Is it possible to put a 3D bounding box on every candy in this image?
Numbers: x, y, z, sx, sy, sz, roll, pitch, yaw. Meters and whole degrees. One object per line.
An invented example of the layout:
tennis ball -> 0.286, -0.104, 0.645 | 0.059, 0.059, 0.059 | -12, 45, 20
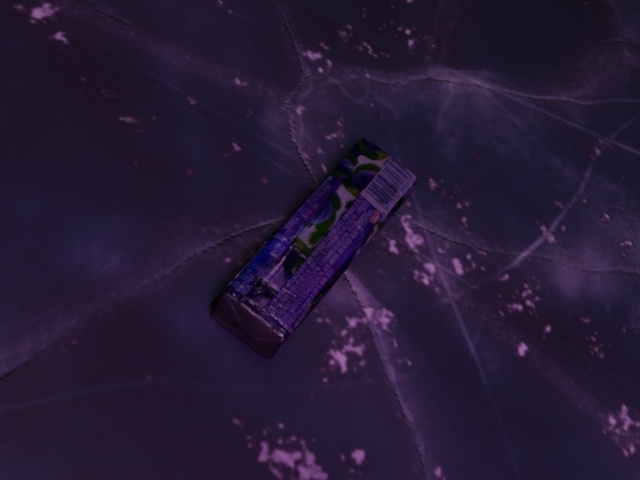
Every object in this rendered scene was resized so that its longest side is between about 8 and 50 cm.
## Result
candy -> 0.000, 0.000, 1.111 | 0.088, 0.061, 0.312 | 40, 50, 3
